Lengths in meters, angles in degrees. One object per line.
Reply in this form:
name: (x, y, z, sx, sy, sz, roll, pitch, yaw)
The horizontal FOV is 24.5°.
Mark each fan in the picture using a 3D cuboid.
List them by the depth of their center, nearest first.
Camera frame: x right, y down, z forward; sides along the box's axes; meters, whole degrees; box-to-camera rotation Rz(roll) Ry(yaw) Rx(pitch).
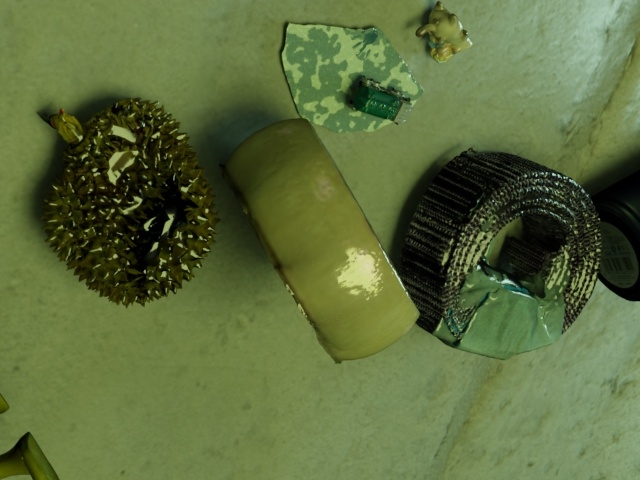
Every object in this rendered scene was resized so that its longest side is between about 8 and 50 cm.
fan: (0.032, -0.186, 1.678, 0.240, 0.009, 0.131, 20, 101, -46)

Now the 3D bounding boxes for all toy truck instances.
toy truck: (0.070, -0.157, 1.692, 0.083, 0.044, 0.039, 13, 112, -44)

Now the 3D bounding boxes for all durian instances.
durian: (-0.185, -0.037, 1.487, 0.193, 0.137, 0.237, -47, 135, -8)

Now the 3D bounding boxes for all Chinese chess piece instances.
Chinese chess piece: (0.000, 0.000, 1.577, 0.112, 0.270, 0.270, -31, 134, 2)

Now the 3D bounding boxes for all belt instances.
belt: (0.236, 0.023, 1.907, 0.324, 0.122, 0.260, 18, 95, -48)

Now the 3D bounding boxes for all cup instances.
cup: (0.516, 0.003, 2.070, 0.256, 0.178, 0.255, -27, 103, -24)

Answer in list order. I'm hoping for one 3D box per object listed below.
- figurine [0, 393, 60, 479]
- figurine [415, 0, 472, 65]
figurine: (-0.453, 0.247, 1.395, 0.338, 0.204, 0.283, -35, 160, -3)
figurine: (0.142, -0.238, 1.724, 0.050, 0.047, 0.083, -39, 143, 4)
